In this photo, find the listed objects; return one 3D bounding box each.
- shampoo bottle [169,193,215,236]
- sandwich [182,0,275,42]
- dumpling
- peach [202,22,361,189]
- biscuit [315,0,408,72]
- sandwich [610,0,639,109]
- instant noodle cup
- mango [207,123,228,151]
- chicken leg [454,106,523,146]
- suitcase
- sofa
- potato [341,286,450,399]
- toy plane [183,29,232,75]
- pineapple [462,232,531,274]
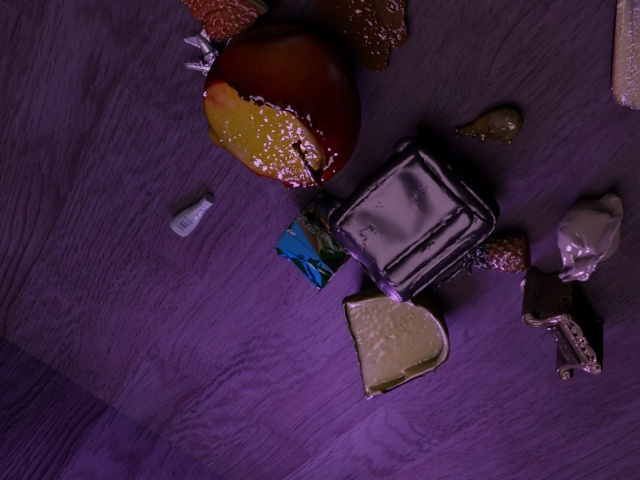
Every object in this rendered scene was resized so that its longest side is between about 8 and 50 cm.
[{"bbox_3d":[-0.379,-0.078,2.243,0.069,0.041,0.190,46,130,-10],"label":"shampoo bottle"},{"bbox_3d":[-0.211,-0.553,1.750,0.235,0.079,0.159,2,130,24],"label":"sandwich"},{"bbox_3d":[0.635,0.001,1.772,0.147,0.193,0.258,24,130,-3],"label":"dumpling"},{"bbox_3d":[-0.072,-0.324,1.716,0.335,0.310,0.406,6,148,42],"label":"peach"},{"bbox_3d":[0.096,-0.513,1.676,0.208,0.041,0.290,-3,127,26],"label":"biscuit"},{"bbox_3d":[0.638,-0.392,1.512,0.094,0.096,0.258,7,132,26],"label":"sandwich"},{"bbox_3d":[0.000,0.000,2.035,0.178,0.240,0.240,39,133,0],"label":"instant noodle cup"},{"bbox_3d":[-0.178,-0.261,1.951,0.237,0.137,0.091,15,89,5],"label":"mango"},{"bbox_3d":[0.392,-0.257,1.748,0.178,0.070,0.093,-6,108,37],"label":"chicken leg"},{"bbox_3d":[0.230,-0.053,1.823,0.339,0.188,0.345,46,112,-3],"label":"suitcase"},{"bbox_3d":[0.614,0.222,1.963,0.182,0.200,0.258,-21,119,32],"label":"sofa"},{"bbox_3d":[0.229,0.253,2.178,0.280,0.213,0.330,-12,111,11],"label":"potato"},{"bbox_3d":[-0.259,-0.450,1.870,0.162,0.065,0.171,-26,110,25],"label":"toy plane"},{"bbox_3d":[0.425,0.030,1.953,0.237,0.111,0.119,-1,97,31],"label":"pineapple"}]
